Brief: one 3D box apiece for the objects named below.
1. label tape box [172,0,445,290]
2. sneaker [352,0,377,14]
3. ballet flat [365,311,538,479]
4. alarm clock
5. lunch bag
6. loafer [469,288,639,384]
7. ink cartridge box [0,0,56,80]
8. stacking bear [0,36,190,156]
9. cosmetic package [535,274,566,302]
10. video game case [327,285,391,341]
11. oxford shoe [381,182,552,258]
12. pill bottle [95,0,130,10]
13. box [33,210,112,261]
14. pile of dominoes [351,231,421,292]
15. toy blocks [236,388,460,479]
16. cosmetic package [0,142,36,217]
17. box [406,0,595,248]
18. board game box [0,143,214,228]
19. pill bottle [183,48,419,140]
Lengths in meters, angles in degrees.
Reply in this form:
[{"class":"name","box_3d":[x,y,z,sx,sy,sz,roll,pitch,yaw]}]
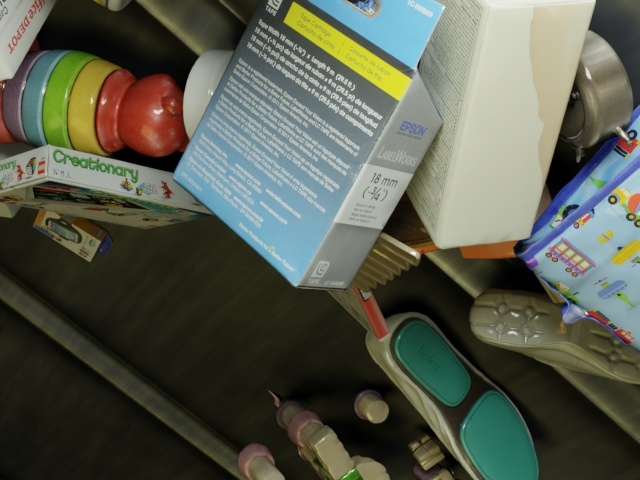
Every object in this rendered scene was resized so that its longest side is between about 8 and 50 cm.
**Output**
[{"class":"label tape box","box_3d":[0.004,-0.146,1.285,0.240,0.106,0.334,40,110,34]},{"class":"sneaker","box_3d":[0.076,-0.266,1.365,0.211,0.080,0.081,-2,129,21]},{"class":"ballet flat","box_3d":[0.212,0.262,1.881,0.139,0.139,0.400,-18,120,45]},{"class":"alarm clock","box_3d":[0.279,-0.185,1.297,0.192,0.064,0.129,70,163,-3]},{"class":"lunch bag","box_3d":[0.385,0.005,1.347,0.221,0.138,0.293,35,120,-10]},{"class":"loafer","box_3d":[0.370,0.131,1.636,0.319,0.112,0.111,15,178,11]},{"class":"ink cartridge box","box_3d":[-0.465,-0.361,1.462,0.117,0.207,0.283,-8,130,17]},{"class":"stacking bear","box_3d":[-0.317,-0.191,1.643,0.289,0.164,0.175,11,141,15]},{"class":"cosmetic package","box_3d":[0.315,0.025,1.565,0.041,0.060,0.115,-8,129,41]},{"class":"video game case","box_3d":[0.000,0.000,1.674,0.204,0.025,0.285,43,164,50]},{"class":"oxford shoe","box_3d":[0.158,-0.051,1.558,0.363,0.130,0.133,-1,102,43]},{"class":"pill bottle","box_3d":[-0.309,-0.374,1.452,0.184,0.103,0.103,30,144,-2]},{"class":"box","box_3d":[-0.431,-0.015,2.027,0.136,0.028,0.081,34,143,-5]},{"class":"pile of dominoes","box_3d":[0.024,-0.020,1.489,0.196,0.040,0.251,37,161,-4]},{"class":"toy blocks","box_3d":[0.032,0.407,2.120,0.288,0.309,0.260,58,168,-18]},{"class":"cosmetic package","box_3d":[-0.673,-0.190,1.861,0.453,0.161,0.230,7,139,26]},{"class":"box","box_3d":[0.184,-0.156,1.279,0.121,0.148,0.311,-6,132,-16]},{"class":"board game box","box_3d":[-0.323,-0.073,1.720,0.193,0.053,0.305,-9,165,44]},{"class":"pill bottle","box_3d":[-0.018,-0.159,1.473,0.283,0.161,0.161,11,140,23]}]
